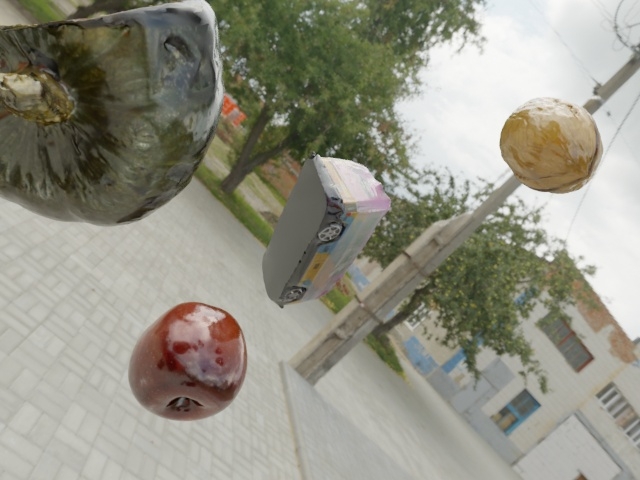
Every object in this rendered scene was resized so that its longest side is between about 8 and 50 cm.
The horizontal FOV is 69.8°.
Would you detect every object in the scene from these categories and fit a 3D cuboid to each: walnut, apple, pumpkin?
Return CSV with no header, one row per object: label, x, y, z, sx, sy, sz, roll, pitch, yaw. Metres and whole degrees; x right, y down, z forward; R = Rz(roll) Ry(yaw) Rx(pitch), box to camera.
walnut,0.357,-0.148,0.714,0.144,0.144,0.180,45,24,-36
apple,-0.248,0.233,0.882,0.218,0.218,0.201,44,20,-40
pumpkin,-0.251,-0.122,0.496,0.242,0.325,0.232,-78,158,-66

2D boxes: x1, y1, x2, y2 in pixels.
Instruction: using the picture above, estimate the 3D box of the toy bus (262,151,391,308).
toy bus,0.000,0.000,1.032,0.162,0.386,0.171,0,51,-28
